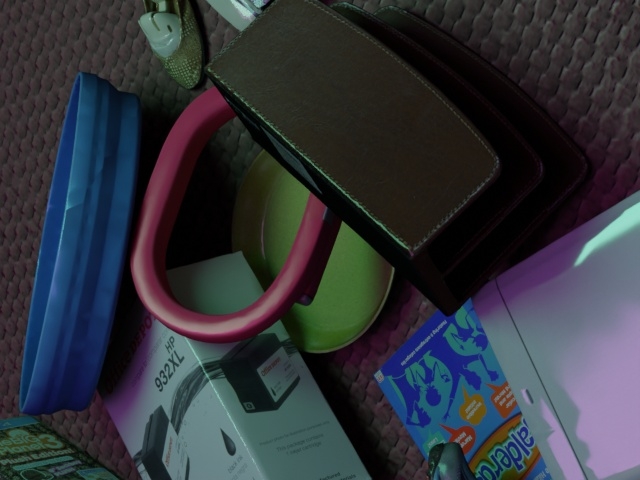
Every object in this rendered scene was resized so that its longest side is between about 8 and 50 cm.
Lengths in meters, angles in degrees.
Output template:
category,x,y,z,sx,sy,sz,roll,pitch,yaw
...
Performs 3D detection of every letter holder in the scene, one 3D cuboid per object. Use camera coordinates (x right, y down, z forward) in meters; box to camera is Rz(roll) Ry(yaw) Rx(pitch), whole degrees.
category,x,y,z,sx,sy,sz,roll,pitch,yaw
letter holder,0.079,-0.118,1.490,0.214,0.152,0.302,-44,61,-4

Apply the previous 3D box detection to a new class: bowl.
category,x,y,z,sx,sy,sz,roll,pitch,yaw
bowl,-0.272,0.007,1.790,0.391,0.077,0.391,-170,90,-77

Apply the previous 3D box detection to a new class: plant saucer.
category,x,y,z,sx,sy,sz,roll,pitch,yaw
plant saucer,0.000,0.000,1.702,0.241,0.037,0.241,4,96,42

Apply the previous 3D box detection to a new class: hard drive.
category,x,y,z,sx,sy,sz,roll,pitch,yaw
hard drive,0.319,0.067,1.381,0.353,0.047,0.233,-34,70,30

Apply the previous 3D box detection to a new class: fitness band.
category,x,y,z,sx,sy,sz,roll,pitch,yaw
fitness band,-0.082,-0.033,1.633,0.209,0.054,0.291,13,76,23

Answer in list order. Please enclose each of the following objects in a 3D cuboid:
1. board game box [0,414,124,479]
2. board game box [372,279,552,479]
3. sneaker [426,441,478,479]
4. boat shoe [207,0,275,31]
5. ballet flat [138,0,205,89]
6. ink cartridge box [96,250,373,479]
category,x,y,z,sx,sy,sz,roll,pitch,yaw
board game box,-0.356,0.390,1.978,0.291,0.141,0.232,25,109,38
board game box,0.163,0.170,1.559,0.160,0.047,0.210,-49,63,32
sneaker,0.197,0.287,1.479,0.125,0.104,0.262,-30,100,16
boat shoe,-0.121,-0.372,1.721,0.340,0.127,0.158,40,114,14
ballet flat,-0.187,-0.275,1.831,0.073,0.067,0.206,-20,80,40
ink cartridge box,-0.106,0.204,1.722,0.307,0.129,0.223,59,141,22
